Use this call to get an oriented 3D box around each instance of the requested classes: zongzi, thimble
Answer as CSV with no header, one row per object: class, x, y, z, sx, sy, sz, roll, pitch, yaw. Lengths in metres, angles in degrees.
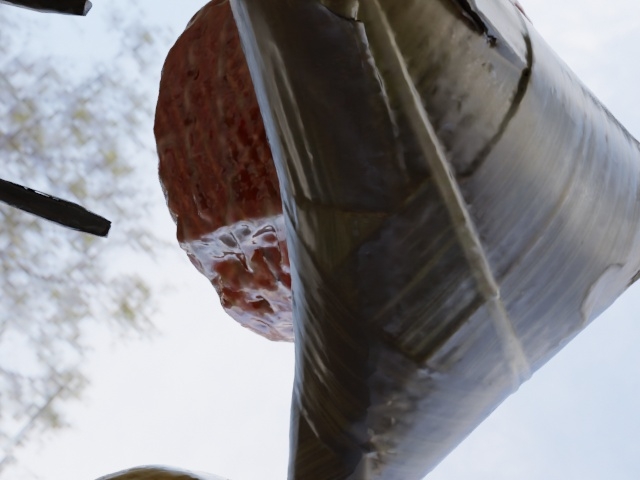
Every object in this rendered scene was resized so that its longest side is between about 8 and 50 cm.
zongzi,0.000,0.000,0.628,0.241,0.247,0.111,-48,-144,-2
thimble,0.033,-0.092,1.404,0.230,0.350,0.350,-11,-131,41

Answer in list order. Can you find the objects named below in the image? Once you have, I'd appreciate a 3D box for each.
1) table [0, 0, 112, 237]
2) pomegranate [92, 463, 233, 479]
table,-0.251,-0.167,1.120,0.249,0.317,0.317,10,-124,1
pomegranate,-0.104,0.279,1.182,0.260,0.260,0.260,-16,-132,19
